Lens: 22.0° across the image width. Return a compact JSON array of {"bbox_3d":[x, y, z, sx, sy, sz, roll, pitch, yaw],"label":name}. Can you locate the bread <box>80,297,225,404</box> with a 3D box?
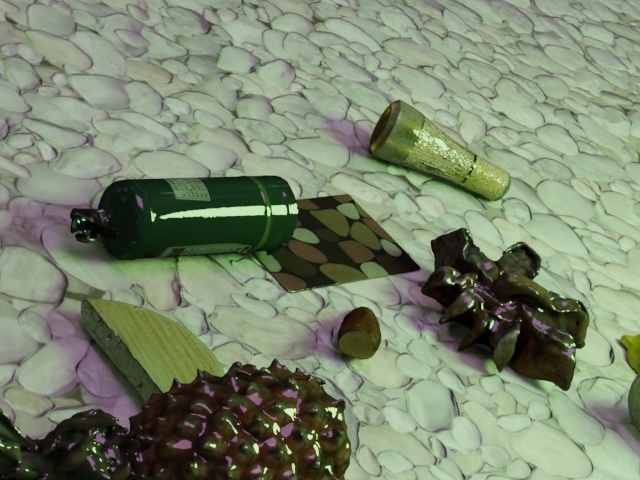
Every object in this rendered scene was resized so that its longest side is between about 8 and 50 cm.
[{"bbox_3d":[-0.155,0.124,1.659,0.112,0.036,0.193,1,34,-44],"label":"bread"}]

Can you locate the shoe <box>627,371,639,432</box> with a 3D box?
[{"bbox_3d":[0.513,0.242,1.910,0.316,0.124,0.159,39,26,22],"label":"shoe"}]

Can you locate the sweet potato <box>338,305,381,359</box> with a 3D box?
[{"bbox_3d":[0.044,0.098,1.851,0.049,0.049,0.117,23,19,-6],"label":"sweet potato"}]

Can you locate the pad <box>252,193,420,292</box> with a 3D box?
[{"bbox_3d":[0.000,0.000,2.004,0.235,0.003,0.158,-8,44,-45],"label":"pad"}]

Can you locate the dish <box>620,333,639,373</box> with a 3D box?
[{"bbox_3d":[0.483,0.152,2.064,0.207,0.080,0.149,31,29,6],"label":"dish"}]

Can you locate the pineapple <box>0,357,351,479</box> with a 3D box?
[{"bbox_3d":[-0.146,0.202,1.435,0.361,0.175,0.175,-9,44,-31],"label":"pineapple"}]

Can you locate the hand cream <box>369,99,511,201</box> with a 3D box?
[{"bbox_3d":[0.171,-0.115,2.250,0.203,0.084,0.084,25,29,-12],"label":"hand cream"}]

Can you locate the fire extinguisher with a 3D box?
[{"bbox_3d":[-0.168,-0.023,1.827,0.294,0.093,0.118,-4,16,-39],"label":"fire extinguisher"}]

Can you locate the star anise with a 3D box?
[{"bbox_3d":[0.232,0.073,1.977,0.220,0.099,0.214,23,40,-5],"label":"star anise"}]
